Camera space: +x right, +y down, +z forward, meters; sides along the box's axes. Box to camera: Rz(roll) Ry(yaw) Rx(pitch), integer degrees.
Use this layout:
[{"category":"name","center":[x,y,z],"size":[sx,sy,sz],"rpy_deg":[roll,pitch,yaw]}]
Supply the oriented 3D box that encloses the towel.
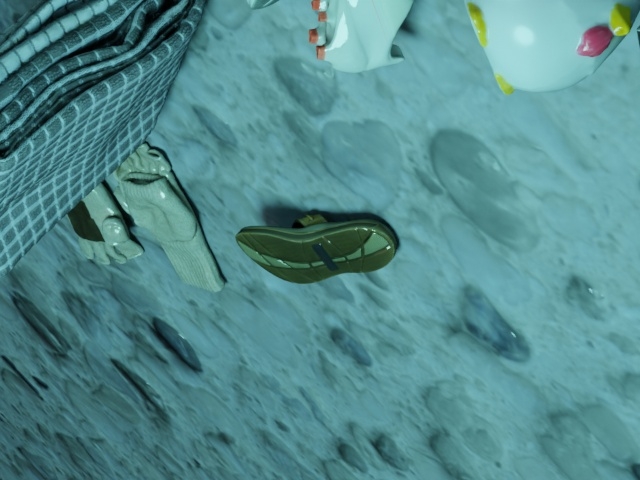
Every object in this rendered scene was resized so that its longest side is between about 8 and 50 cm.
[{"category":"towel","center":[-0.236,-0.113,1.218],"size":[0.121,0.284,0.235],"rpy_deg":[43,151,1]}]

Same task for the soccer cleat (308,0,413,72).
[{"category":"soccer cleat","center":[0.038,-0.212,0.992],"size":[0.068,0.076,0.196],"rpy_deg":[-109,21,-49]}]

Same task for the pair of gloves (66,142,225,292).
[{"category":"pair of gloves","center":[-0.223,-0.036,1.539],"size":[0.240,0.042,0.204],"rpy_deg":[17,140,37]}]

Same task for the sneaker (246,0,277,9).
[{"category":"sneaker","center":[-0.033,-0.239,1.056],"size":[0.061,0.053,0.152],"rpy_deg":[53,150,16]}]

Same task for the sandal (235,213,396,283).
[{"category":"sandal","center":[0.000,0.000,1.313],"size":[0.180,0.049,0.072],"rpy_deg":[-7,130,36]}]

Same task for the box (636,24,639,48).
[{"category":"box","center":[0.296,-0.078,0.818],"size":[0.180,0.077,0.147],"rpy_deg":[14,139,41]}]

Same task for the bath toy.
[{"category":"bath toy","center":[0.109,-0.220,0.775],"size":[0.129,0.151,0.348],"rpy_deg":[-22,136,12]}]
